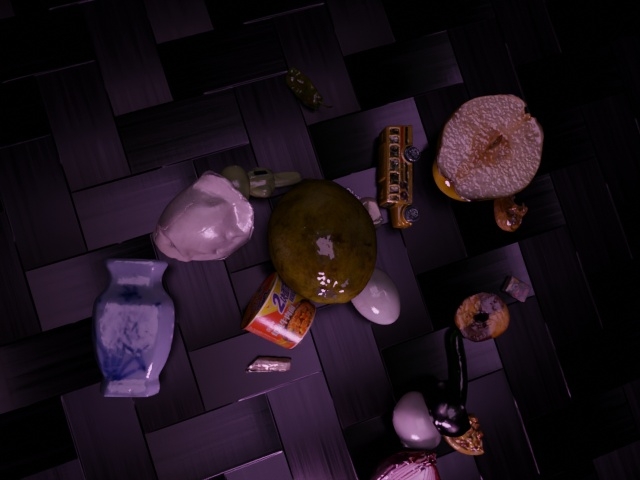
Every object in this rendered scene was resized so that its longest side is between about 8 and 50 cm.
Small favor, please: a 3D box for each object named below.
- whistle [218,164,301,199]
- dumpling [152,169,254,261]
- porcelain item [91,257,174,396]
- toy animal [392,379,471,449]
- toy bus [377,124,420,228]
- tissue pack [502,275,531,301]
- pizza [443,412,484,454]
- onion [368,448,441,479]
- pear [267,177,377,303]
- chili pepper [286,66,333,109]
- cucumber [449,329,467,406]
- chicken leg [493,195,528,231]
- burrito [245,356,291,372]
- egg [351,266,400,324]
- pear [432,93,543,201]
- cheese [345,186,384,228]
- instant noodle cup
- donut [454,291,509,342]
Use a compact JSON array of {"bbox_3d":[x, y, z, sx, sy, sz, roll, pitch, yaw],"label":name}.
[{"bbox_3d":[-0.214,-0.174,1.834,0.294,0.141,0.141,2,85,-25],"label":"whistle"},{"bbox_3d":[-0.356,-0.044,1.745,0.260,0.181,0.341,39,97,-18],"label":"dumpling"},{"bbox_3d":[-0.567,0.258,1.705,0.242,0.178,0.405,2,87,-9],"label":"porcelain item"},{"bbox_3d":[0.347,0.566,1.809,0.235,0.165,0.187,-25,72,5],"label":"toy animal"},{"bbox_3d":[0.257,-0.212,1.883,0.123,0.121,0.336,3,84,-12],"label":"toy bus"},{"bbox_3d":[0.685,0.167,1.959,0.083,0.035,0.063,28,82,-4],"label":"tissue pack"},{"bbox_3d":[0.482,0.640,1.884,0.175,0.046,0.134,25,82,-5],"label":"pizza"},{"bbox_3d":[0.274,0.740,1.783,0.227,0.120,0.284,25,110,-22],"label":"onion"},{"bbox_3d":[0.000,0.000,1.725,0.351,0.352,0.413,-1,52,-8],"label":"pear"},{"bbox_3d":[-0.040,-0.493,1.898,0.072,0.073,0.204,-42,80,8],"label":"chili pepper"},{"bbox_3d":[0.467,0.444,1.896,0.056,0.056,0.284,-3,89,-8],"label":"cucumber"},{"bbox_3d":[0.650,-0.135,1.956,0.085,0.101,0.208,1,74,-38],"label":"chicken leg"},{"bbox_3d":[-0.167,0.401,1.816,0.149,0.041,0.055,1,98,-8],"label":"burrito"},{"bbox_3d":[0.179,0.180,1.829,0.151,0.151,0.209,-36,92,-9],"label":"egg"},{"bbox_3d":[0.542,-0.292,1.898,0.386,0.191,0.340,-38,90,-6],"label":"pear"},{"bbox_3d":[0.150,-0.117,1.902,0.092,0.047,0.171,-28,89,-11],"label":"cheese"},{"bbox_3d":[-0.126,0.231,1.766,0.174,0.213,0.213,34,81,-13],"label":"instant noodle cup"},{"bbox_3d":[0.541,0.258,1.912,0.184,0.073,0.166,-29,90,-8],"label":"donut"}]
